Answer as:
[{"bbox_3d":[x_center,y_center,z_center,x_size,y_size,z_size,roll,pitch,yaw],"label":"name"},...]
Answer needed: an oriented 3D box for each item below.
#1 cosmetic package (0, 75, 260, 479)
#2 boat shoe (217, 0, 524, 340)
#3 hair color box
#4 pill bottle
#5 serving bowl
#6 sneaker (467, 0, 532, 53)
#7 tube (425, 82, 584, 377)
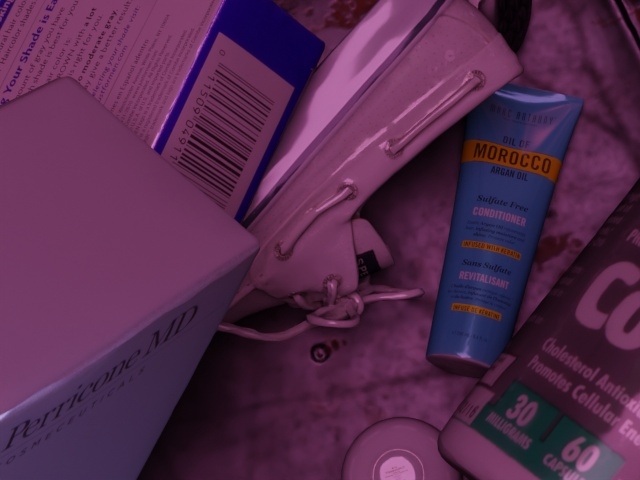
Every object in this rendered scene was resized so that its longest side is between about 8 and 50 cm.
[{"bbox_3d":[-0.232,0.146,1.141,0.161,0.230,0.453,40,131,14],"label":"cosmetic package"},{"bbox_3d":[0.001,-0.002,1.319,0.156,0.136,0.367,41,94,-3],"label":"boat shoe"},{"bbox_3d":[-0.178,-0.098,1.297,0.338,0.110,0.185,19,80,40],"label":"hair color box"},{"bbox_3d":[0.257,0.050,1.234,0.204,0.204,0.361,37,85,13],"label":"pill bottle"},{"bbox_3d":[0.054,0.159,1.328,0.083,0.027,0.083,-1,79,7],"label":"serving bowl"},{"bbox_3d":[0.084,-0.226,1.390,0.097,0.084,0.235,-14,72,22],"label":"sneaker"},{"bbox_3d":[0.120,-0.010,1.349,0.080,0.052,0.207,14,75,-1],"label":"tube"}]
